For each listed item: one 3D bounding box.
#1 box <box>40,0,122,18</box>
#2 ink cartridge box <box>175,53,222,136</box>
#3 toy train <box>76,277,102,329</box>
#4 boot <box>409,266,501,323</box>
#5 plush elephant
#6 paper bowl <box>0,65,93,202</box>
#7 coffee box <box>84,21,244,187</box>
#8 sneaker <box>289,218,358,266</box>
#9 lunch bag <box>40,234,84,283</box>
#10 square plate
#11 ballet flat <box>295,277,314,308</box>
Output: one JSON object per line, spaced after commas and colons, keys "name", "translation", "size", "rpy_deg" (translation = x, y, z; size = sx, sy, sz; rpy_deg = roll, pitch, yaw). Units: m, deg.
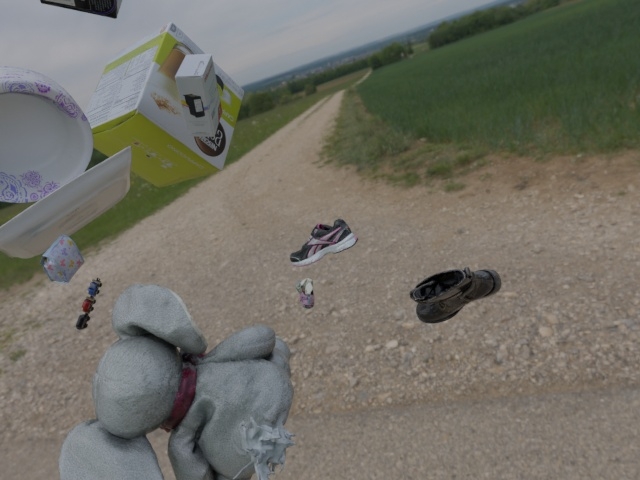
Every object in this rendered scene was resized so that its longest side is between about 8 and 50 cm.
{"name": "box", "translation": [-0.446, -0.591, 0.914], "size": [0.143, 0.165, 0.271], "rpy_deg": [7, 58, -13]}
{"name": "ink cartridge box", "translation": [-0.318, -0.385, 1.261], "size": [0.072, 0.175, 0.128], "rpy_deg": [1, 46, 2]}
{"name": "toy train", "translation": [-0.641, 0.176, 1.312], "size": [0.027, 0.159, 0.036], "rpy_deg": [24, 9, 7]}
{"name": "boot", "translation": [0.281, 0.125, 1.123], "size": [0.228, 0.091, 0.263], "rpy_deg": [5, -34, -46]}
{"name": "plush elephant", "translation": [-0.181, 0.207, 0.627], "size": [0.272, 0.255, 0.330], "rpy_deg": [-66, 6, -17]}
{"name": "paper bowl", "translation": [-0.667, -0.237, 1.042], "size": [0.284, 0.285, 0.148], "rpy_deg": [-27, 52, -24]}
{"name": "coffee box", "translation": [-0.510, -0.415, 1.553], "size": [0.337, 0.337, 0.335], "rpy_deg": [-6, 62, 35]}
{"name": "sneaker", "translation": [0.000, 0.000, 1.114], "size": [0.178, 0.077, 0.072], "rpy_deg": [-24, 5, 25]}
{"name": "lunch bag", "translation": [-0.552, 0.038, 1.011], "size": [0.053, 0.083, 0.071], "rpy_deg": [7, 44, 7]}
{"name": "square plate", "translation": [-0.584, -0.068, 1.120], "size": [0.347, 0.049, 0.344], "rpy_deg": [-41, 10, -22]}
{"name": "ballet flat", "translation": [-0.056, 0.205, 1.974], "size": [0.076, 0.079, 0.221], "rpy_deg": [14, 15, -12]}
